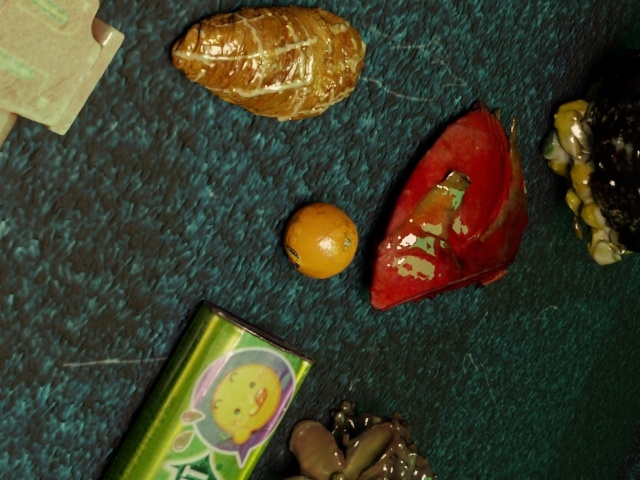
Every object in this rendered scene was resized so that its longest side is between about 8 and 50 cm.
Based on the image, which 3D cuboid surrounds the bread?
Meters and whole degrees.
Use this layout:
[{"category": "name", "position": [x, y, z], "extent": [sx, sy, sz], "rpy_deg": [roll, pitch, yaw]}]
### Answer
[{"category": "bread", "position": [-0.028, -0.159, 0.740], "extent": [0.233, 0.076, 0.105], "rpy_deg": [-12, 119, -45]}]

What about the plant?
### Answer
[{"category": "plant", "position": [0.049, 0.315, 1.053], "extent": [0.204, 0.178, 0.234], "rpy_deg": [-33, 125, -18]}]

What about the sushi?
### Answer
[{"category": "sushi", "position": [0.489, -0.145, 1.229], "extent": [0.328, 0.285, 0.328], "rpy_deg": [-48, 120, -27]}]

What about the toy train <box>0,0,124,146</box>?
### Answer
[{"category": "toy train", "position": [-0.262, -0.066, 0.455], "extent": [0.304, 0.150, 0.221], "rpy_deg": [-58, 157, 3]}]

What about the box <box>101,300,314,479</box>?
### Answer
[{"category": "box", "position": [-0.145, 0.242, 0.819], "extent": [0.134, 0.097, 0.345], "rpy_deg": [32, 87, -35]}]

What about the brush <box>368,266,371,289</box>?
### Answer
[{"category": "brush", "position": [0.127, 0.017, 1.086], "extent": [0.193, 0.016, 0.063], "rpy_deg": [-16, 124, -44]}]

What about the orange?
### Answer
[{"category": "orange", "position": [0.000, -0.001, 0.870], "extent": [0.083, 0.083, 0.083], "rpy_deg": [-29, 132, -37]}]

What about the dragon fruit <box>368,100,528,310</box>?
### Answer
[{"category": "dragon fruit", "position": [0.200, -0.038, 1.061], "extent": [0.343, 0.100, 0.282], "rpy_deg": [-9, 110, -52]}]
